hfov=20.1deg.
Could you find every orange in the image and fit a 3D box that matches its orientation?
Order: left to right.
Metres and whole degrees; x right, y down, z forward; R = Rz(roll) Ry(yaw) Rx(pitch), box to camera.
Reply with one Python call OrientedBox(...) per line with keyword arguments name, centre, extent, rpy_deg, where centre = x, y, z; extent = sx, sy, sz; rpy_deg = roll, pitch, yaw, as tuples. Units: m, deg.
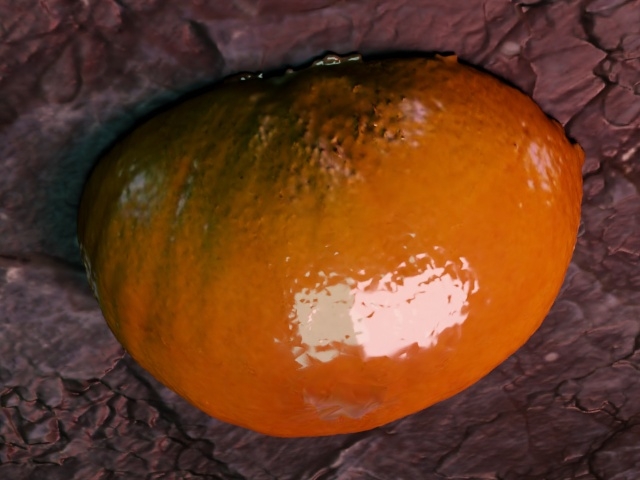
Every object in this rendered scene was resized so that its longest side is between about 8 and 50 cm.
OrientedBox(name="orange", centre=(-0.001, 0.004, 1.184), extent=(0.310, 0.274, 0.274), rpy_deg=(17, 146, 21))
